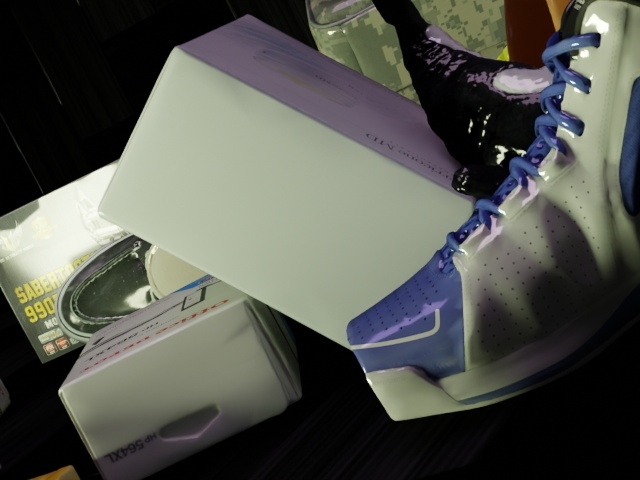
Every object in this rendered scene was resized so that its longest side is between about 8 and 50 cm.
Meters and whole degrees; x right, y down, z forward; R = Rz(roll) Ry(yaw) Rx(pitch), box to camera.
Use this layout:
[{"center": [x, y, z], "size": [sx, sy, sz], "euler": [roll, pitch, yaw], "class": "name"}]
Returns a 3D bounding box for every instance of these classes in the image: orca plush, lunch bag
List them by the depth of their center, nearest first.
[{"center": [0.120, -0.072, 0.983], "size": [0.102, 0.287, 0.151], "euler": [-25, -31, -34], "class": "orca plush"}, {"center": [0.156, -0.204, 1.632], "size": [0.305, 0.256, 0.212], "euler": [-25, 23, 8], "class": "lunch bag"}]

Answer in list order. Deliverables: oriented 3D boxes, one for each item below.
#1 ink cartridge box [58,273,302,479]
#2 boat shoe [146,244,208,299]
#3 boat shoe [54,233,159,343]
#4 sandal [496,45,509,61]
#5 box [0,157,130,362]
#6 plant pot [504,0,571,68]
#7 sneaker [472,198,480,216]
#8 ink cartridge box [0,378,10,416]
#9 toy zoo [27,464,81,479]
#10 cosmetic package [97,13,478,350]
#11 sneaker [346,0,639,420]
[{"center": [-0.098, 0.091, 1.134], "size": [0.148, 0.085, 0.203], "euler": [-27, 7, 1], "class": "ink cartridge box"}, {"center": [0.000, 0.000, 1.394], "size": [0.335, 0.112, 0.095], "euler": [-16, -6, 29], "class": "boat shoe"}, {"center": [-0.142, 0.025, 1.627], "size": [0.306, 0.113, 0.105], "euler": [-17, -6, 2], "class": "boat shoe"}, {"center": [0.310, -0.173, 1.450], "size": [0.317, 0.126, 0.138], "euler": [-10, 13, 38], "class": "sandal"}, {"center": [-0.270, 0.019, 1.829], "size": [0.231, 0.183, 0.056], "euler": [-23, 9, 19], "class": "box"}, {"center": [0.247, -0.128, 1.109], "size": [0.188, 0.205, 0.205], "euler": [-11, 7, -2], "class": "plant pot"}, {"center": [0.137, -0.025, 1.231], "size": [0.065, 0.061, 0.158], "euler": [-32, 6, 13], "class": "sneaker"}, {"center": [-0.380, 0.154, 1.611], "size": [0.056, 0.099, 0.135], "euler": [-28, 7, 2], "class": "ink cartridge box"}, {"center": [-0.284, 0.230, 1.043], "size": [0.293, 0.030, 0.192], "euler": [-22, 9, 36], "class": "toy zoo"}, {"center": [-0.007, -0.046, 1.113], "size": [0.138, 0.224, 0.224], "euler": [-63, -2, 18], "class": "cosmetic package"}, {"center": [0.147, -0.043, 0.848], "size": [0.316, 0.182, 0.127], "euler": [-26, 6, 8], "class": "sneaker"}]
